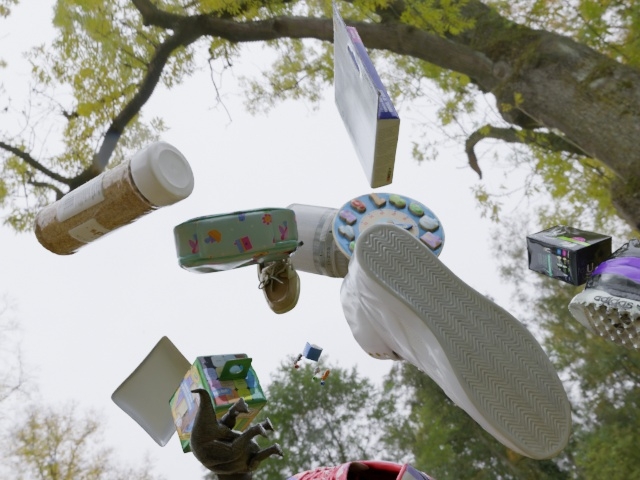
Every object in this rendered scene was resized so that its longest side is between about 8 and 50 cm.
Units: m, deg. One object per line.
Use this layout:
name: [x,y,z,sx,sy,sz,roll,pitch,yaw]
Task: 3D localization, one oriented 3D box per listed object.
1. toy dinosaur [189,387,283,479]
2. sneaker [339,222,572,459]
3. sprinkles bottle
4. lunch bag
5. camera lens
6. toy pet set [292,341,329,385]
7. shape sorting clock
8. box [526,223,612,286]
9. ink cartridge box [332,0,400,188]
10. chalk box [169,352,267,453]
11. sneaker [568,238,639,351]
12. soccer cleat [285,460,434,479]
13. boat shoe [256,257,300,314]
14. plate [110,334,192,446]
toy dinosaur: [-0.180,0.405,0.949,0.160,0.121,0.313,-35,-45,-4]
sneaker: [0.138,0.124,0.569,0.108,0.292,0.169,-34,-17,-23]
sprinkles bottle: [-0.426,-0.078,0.982,0.356,0.121,0.121,-21,-37,25]
lunch bag: [-0.181,0.006,1.104,0.280,0.107,0.224,-8,-10,-8]
camera lens: [0.000,0.000,1.529,0.219,0.275,0.219,-29,-57,-58]
toy pet set: [-0.031,0.395,1.553,0.065,0.122,0.114,11,-78,-64]
shape sorting clock: [0.124,-0.020,0.880,0.206,0.206,0.040,-14,-38,-17]
box: [0.324,0.018,0.631,0.062,0.083,0.052,-18,-72,-17]
ink cartridge box: [0.107,-0.347,1.168,0.072,0.323,0.330,-15,-28,-7]
chalk box: [-0.289,0.451,1.405,0.180,0.179,0.288,7,-52,-41]
sneaker: [0.410,0.056,0.460,0.146,0.293,0.102,-50,-56,-14]
soccer cleat: [0.025,0.281,0.540,0.248,0.083,0.095,-19,-68,41]
boat shoe: [-0.123,0.059,1.238,0.105,0.285,0.089,-24,-42,8]
plate: [-0.561,0.526,1.696,0.045,0.277,0.278,-13,-60,40]
